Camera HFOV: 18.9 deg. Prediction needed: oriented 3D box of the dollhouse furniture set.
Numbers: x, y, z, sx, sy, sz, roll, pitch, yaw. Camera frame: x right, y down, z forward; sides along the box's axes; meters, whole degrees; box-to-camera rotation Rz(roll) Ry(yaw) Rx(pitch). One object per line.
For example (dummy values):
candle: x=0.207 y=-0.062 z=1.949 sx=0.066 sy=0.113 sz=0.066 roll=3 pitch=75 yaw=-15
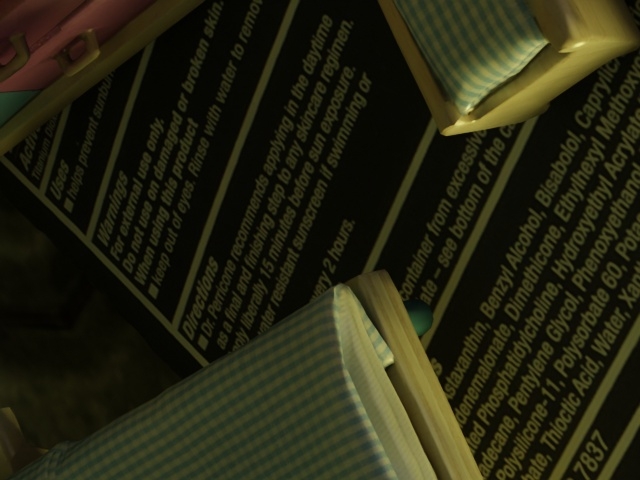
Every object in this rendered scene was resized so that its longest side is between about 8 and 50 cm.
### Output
dollhouse furniture set: x=-0.059 y=0.045 z=0.431 sx=0.198 sy=0.286 sz=0.303 roll=-12 pitch=75 yaw=-49

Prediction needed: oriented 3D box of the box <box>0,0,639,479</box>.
box: x=0.073 y=-0.075 z=0.556 sx=0.182 sy=0.296 sz=0.294 roll=-14 pitch=47 yaw=-45
